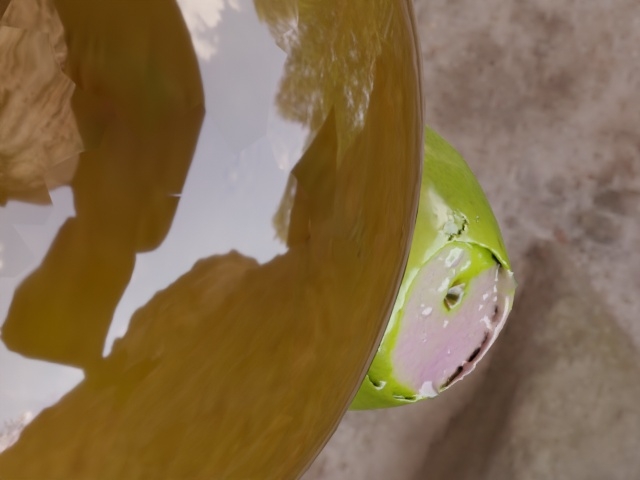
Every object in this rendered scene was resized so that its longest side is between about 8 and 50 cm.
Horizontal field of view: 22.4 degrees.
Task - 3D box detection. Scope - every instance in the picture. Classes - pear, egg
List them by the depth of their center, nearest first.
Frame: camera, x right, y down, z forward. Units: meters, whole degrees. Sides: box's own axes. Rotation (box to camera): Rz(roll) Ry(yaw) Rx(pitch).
[{"bbox_3d":[-0.118,-0.051,0.455,0.283,0.351,0.282,-14,135,-15],"label":"egg"},{"bbox_3d":[0.000,0.000,0.965,0.187,0.220,0.187,-26,134,-29],"label":"pear"}]
